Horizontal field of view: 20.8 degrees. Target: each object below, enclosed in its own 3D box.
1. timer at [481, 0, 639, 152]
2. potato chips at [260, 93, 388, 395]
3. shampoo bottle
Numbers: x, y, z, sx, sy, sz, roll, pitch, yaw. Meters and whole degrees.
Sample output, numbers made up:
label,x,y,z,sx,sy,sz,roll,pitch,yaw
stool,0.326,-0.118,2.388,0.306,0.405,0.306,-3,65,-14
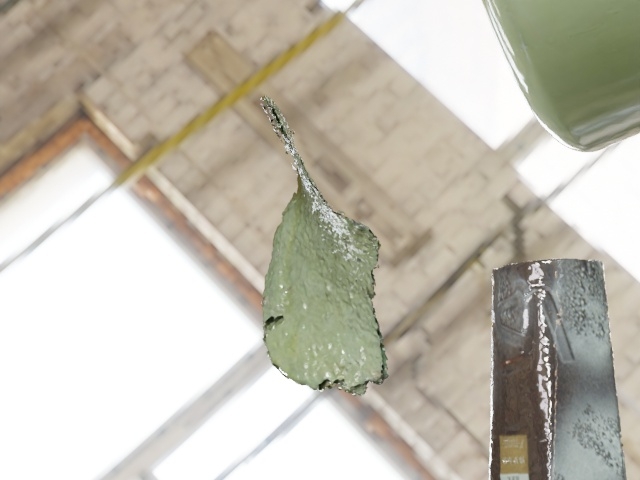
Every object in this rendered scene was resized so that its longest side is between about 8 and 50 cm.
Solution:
label,x,y,z,sx,sy,sz,roll,pitch,yaw
timer,0.229,-0.214,0.791,0.315,0.291,0.291,-13,-13,20
potato chips,-0.008,0.000,1.368,0.059,0.167,0.228,-7,-76,-27
shampoo bottle,0.114,0.114,0.826,0.063,0.208,0.057,2,-8,-22
